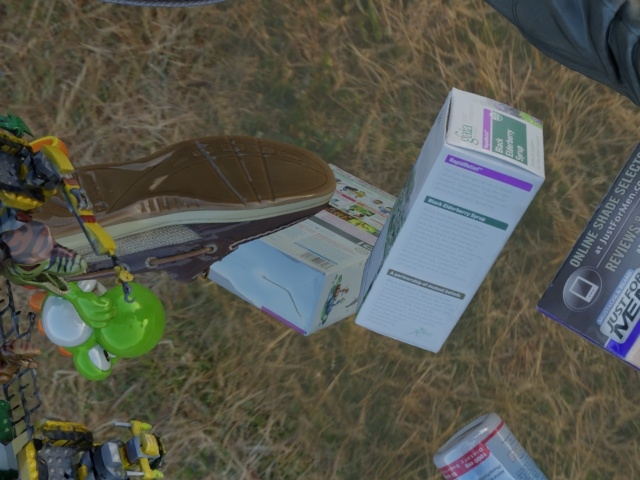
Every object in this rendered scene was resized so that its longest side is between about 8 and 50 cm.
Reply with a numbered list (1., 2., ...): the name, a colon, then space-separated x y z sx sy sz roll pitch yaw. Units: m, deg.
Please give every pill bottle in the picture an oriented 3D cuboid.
1. pill bottle: 0.199 0.270 0.959 0.087 0.087 0.160 -39 82 11

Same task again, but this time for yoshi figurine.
1. yoshi figurine: -0.333 0.038 1.309 0.203 0.203 0.362 15 131 45

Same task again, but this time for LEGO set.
1. LEGO set: -0.187 0.006 0.480 0.192 0.255 0.331 -36 49 25

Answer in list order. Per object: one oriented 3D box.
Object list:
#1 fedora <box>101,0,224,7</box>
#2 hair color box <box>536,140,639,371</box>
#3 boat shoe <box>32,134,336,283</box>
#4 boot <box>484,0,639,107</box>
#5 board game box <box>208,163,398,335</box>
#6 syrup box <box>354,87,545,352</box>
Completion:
1. fedora: -0.097 -0.263 0.517 0.275 0.124 0.243 10 68 -6
2. hair color box: 0.356 0.057 0.751 0.339 0.110 0.185 28 95 -32
3. boat shoe: -0.151 -0.019 0.960 0.342 0.123 0.123 -13 47 -18
4. boot: 0.116 -0.109 0.381 0.083 0.246 0.161 -47 45 22
5. board game box: 0.000 0.000 1.220 0.224 0.303 0.097 29 119 29
6. syrup box: 0.117 -0.013 0.851 0.096 0.093 0.237 20 130 -5
